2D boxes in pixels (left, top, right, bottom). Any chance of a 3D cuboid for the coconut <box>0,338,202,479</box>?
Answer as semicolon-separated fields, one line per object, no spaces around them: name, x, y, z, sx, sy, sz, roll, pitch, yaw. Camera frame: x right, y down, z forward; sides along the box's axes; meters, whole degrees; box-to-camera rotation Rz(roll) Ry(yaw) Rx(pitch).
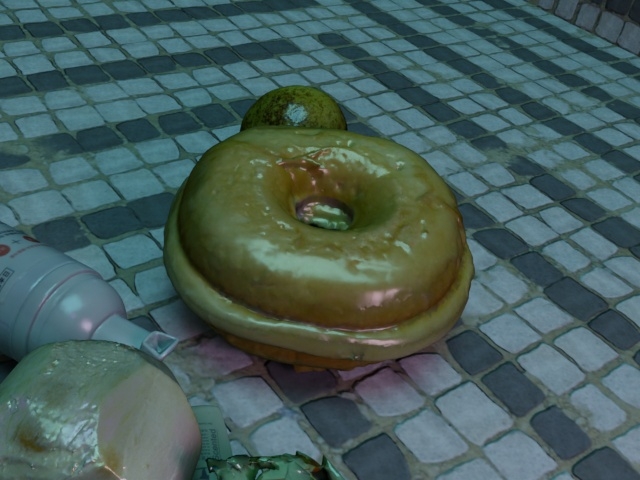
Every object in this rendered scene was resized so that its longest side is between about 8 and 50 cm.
coconut;-0.234;0.218;0.717;0.241;0.241;0.241;7;37;-5

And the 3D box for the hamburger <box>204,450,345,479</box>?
hamburger;-0.036;0.292;0.695;0.235;0.125;0.214;37;26;-23

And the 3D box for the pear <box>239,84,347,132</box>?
pear;-0.053;-0.173;1.279;0.197;0.197;0.197;7;37;-5

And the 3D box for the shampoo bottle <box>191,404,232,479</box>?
shampoo bottle;-0.124;0.275;0.800;0.072;0.049;0.212;-1;39;-18

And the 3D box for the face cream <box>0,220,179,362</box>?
face cream;-0.337;0.089;0.913;0.369;0.145;0.145;25;39;18

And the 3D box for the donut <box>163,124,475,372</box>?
donut;0.000;0.000;1.049;0.448;0.198;0.449;6;44;-6
